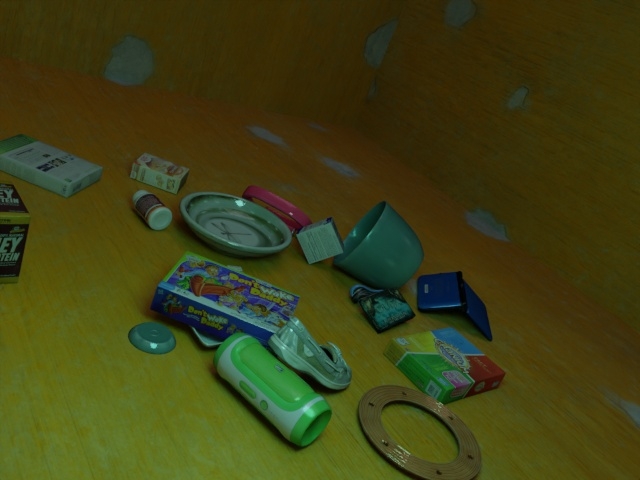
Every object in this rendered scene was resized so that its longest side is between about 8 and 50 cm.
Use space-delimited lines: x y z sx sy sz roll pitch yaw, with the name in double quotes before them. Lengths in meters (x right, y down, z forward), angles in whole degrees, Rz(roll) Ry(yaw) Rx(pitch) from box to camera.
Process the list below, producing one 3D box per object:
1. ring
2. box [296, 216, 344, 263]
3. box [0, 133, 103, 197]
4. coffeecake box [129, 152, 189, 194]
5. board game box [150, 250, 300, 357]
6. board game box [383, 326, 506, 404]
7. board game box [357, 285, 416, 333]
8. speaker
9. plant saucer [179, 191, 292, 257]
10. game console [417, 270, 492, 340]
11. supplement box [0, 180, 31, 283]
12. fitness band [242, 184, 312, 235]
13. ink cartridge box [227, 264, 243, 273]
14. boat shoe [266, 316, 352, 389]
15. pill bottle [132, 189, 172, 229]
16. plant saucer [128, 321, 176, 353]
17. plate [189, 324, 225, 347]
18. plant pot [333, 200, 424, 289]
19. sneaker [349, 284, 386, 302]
"ring" 0.249 0.491 1.614 0.337 0.032 0.336 19 24 -9
"box" 0.000 0.000 2.281 0.137 0.126 0.072 -19 18 13
"box" -0.943 -0.259 2.155 0.322 0.058 0.232 24 23 0
"coffeecake box" -0.616 -0.259 2.437 0.186 0.068 0.142 20 24 -5
"board game box" -0.245 0.166 1.701 0.347 0.078 0.233 22 23 -1
"board game box" 0.383 0.377 1.945 0.317 0.064 0.242 -1 32 -44
"board game box" 0.220 0.226 2.097 0.186 0.026 0.126 -15 64 -45
"speaker" -0.116 0.343 1.483 0.297 0.131 0.131 35 26 28
"plant saucer" -0.300 -0.036 2.189 0.401 0.100 0.400 19 23 -9
"game console" 0.501 0.250 2.389 0.250 0.173 0.293 -7 19 11
"supplement box" -0.820 -0.024 1.560 0.129 0.194 0.191 0 31 -42
"fitness band" -0.164 -0.108 2.384 0.291 0.054 0.209 28 -17 12
"ink cartridge box" -0.271 0.104 1.996 0.048 0.028 0.083 10 25 -28
"boat shoe" -0.005 0.290 1.612 0.320 0.103 0.118 39 1 -43
"pill bottle" -0.567 -0.106 2.117 0.086 0.086 0.152 -2 34 -46
"plant saucer" -0.415 0.237 1.577 0.120 0.021 0.119 20 23 -9
"plate" -0.272 0.203 1.755 0.277 0.045 0.278 -2 33 -43
"plant pot" 0.229 0.041 2.288 0.235 0.293 0.293 38 21 -8
"sneaker" 0.184 0.205 2.166 0.188 0.067 0.078 14 45 -24
